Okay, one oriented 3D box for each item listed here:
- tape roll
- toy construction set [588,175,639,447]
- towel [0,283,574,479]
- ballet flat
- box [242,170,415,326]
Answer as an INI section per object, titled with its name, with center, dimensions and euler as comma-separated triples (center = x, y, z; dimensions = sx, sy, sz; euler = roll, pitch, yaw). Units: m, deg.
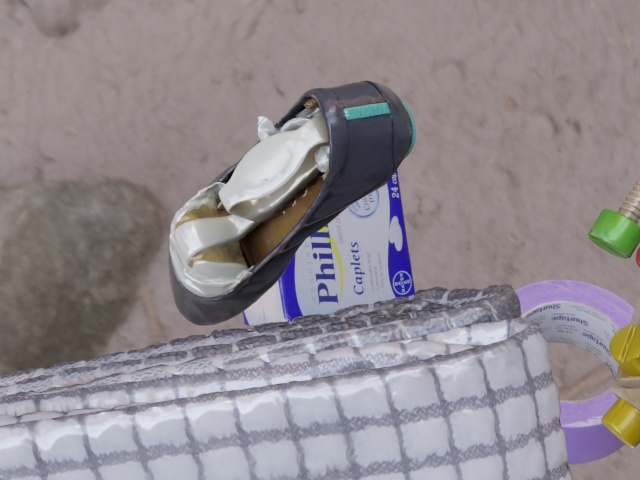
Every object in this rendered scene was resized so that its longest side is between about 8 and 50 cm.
[tape roll]
center = 0.262, 0.140, 1.603
dimensions = 0.189, 0.080, 0.189
euler = -1, 51, 2
[toy construction set]
center = 0.304, 0.149, 1.136
dimensions = 0.257, 0.309, 0.237
euler = 31, 83, 27
[towel]
center = -0.039, 0.152, 0.573
dimensions = 0.284, 0.121, 0.235
euler = -10, 103, 0
[ballet flat]
center = -0.037, -0.017, 0.781
dimensions = 0.203, 0.074, 0.074
euler = -39, 62, 37
[box]
center = 0.000, 0.000, 1.259
dimensions = 0.072, 0.137, 0.126
euler = -4, 95, 57
